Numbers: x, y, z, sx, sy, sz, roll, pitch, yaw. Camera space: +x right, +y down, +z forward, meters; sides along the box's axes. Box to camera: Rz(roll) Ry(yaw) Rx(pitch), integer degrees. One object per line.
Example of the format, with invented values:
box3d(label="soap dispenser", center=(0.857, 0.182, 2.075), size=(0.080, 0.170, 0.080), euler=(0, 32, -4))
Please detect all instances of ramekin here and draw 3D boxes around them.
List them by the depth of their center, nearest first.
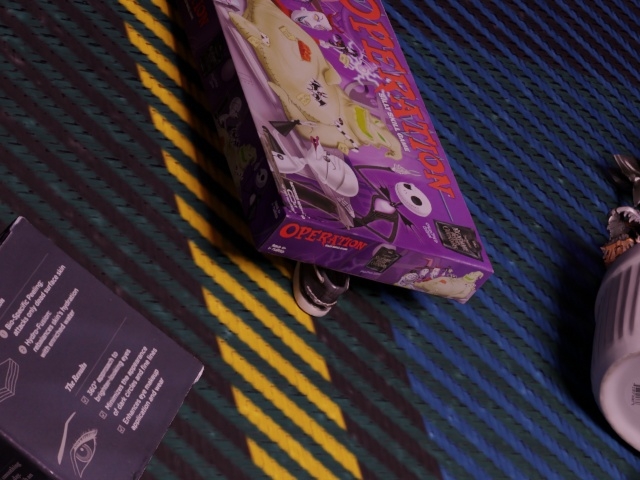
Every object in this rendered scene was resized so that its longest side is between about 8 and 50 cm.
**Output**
box3d(label="ramekin", center=(0.321, 0.102, 1.604), size=(0.207, 0.207, 0.109), euler=(35, 49, -15))

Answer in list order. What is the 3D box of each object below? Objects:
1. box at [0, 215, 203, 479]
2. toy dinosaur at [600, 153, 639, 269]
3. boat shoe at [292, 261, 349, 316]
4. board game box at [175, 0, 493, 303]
box3d(label="box", center=(-0.181, 0.098, 1.211), size=(0.158, 0.093, 0.156), euler=(41, 38, -10))
box3d(label="toy dinosaur", center=(0.354, 0.018, 1.783), size=(0.322, 0.164, 0.218), euler=(42, 41, -60))
box3d(label="boat shoe", center=(0.000, 0.000, 1.513), size=(0.046, 0.038, 0.125), euler=(25, 43, -26))
box3d(label="board game box", center=(0.000, -0.110, 1.568), size=(0.208, 0.056, 0.347), euler=(18, 38, -38))
